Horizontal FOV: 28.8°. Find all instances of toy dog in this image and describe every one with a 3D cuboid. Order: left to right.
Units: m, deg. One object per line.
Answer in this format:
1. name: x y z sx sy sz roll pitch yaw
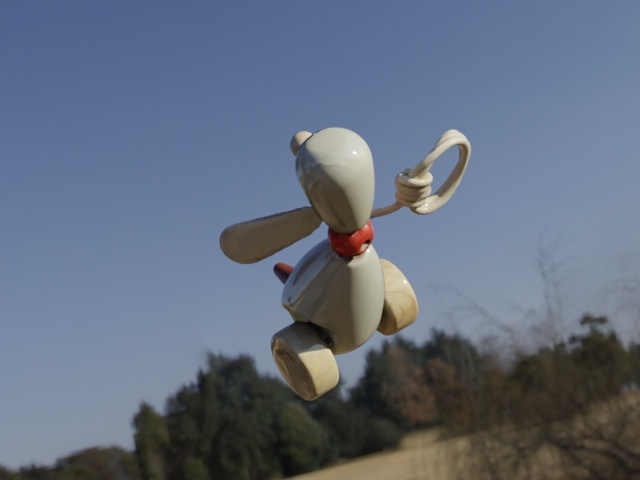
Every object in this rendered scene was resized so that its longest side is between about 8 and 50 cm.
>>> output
1. toy dog: 0.000 0.000 1.277 0.220 0.161 0.334 -19 -44 -40
